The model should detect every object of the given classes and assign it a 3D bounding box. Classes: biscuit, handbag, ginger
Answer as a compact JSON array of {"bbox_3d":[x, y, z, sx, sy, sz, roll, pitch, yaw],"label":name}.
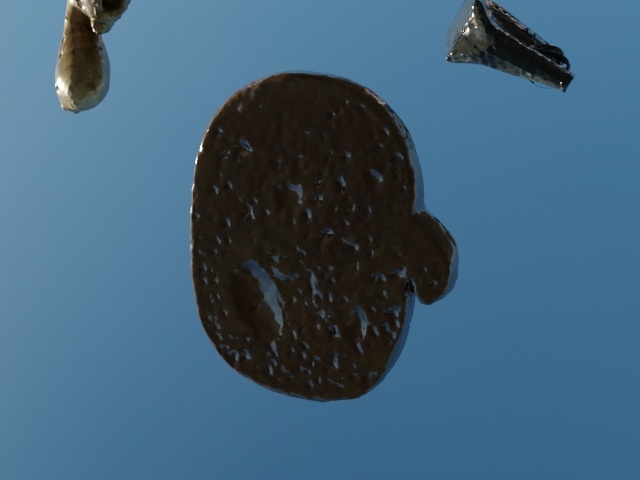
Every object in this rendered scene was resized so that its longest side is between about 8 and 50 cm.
[{"bbox_3d":[0.001,0.000,0.958,0.314,0.367,0.063,8,-167,19],"label":"biscuit"},{"bbox_3d":[0.265,-0.272,1.200,0.175,0.088,0.270,26,-156,-2],"label":"handbag"},{"bbox_3d":[-0.391,-0.430,1.500,0.122,0.363,0.348,7,-151,-40],"label":"ginger"}]
